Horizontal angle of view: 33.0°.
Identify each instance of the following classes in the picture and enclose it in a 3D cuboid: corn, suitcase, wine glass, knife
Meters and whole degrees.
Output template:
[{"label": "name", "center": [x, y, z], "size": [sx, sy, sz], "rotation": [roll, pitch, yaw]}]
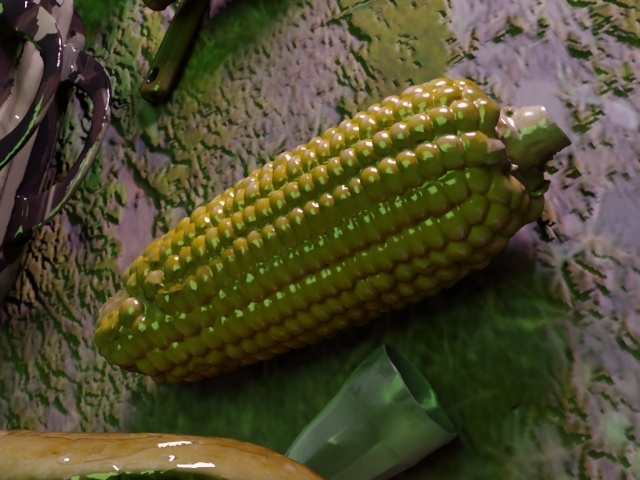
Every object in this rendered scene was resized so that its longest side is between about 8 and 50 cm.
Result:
[{"label": "corn", "center": [0.000, 0.000, 0.717], "size": [0.347, 0.130, 0.130], "rotation": [-26, 52, 17]}, {"label": "suitcase", "center": [-0.339, -0.092, 0.938], "size": [0.339, 0.194, 0.351], "rotation": [-2, 62, 23]}, {"label": "wine glass", "center": [0.003, 0.136, 0.669], "size": [0.155, 0.073, 0.073], "rotation": [-37, 50, 7]}, {"label": "knife", "center": [-0.107, -0.277, 1.013], "size": [0.061, 0.027, 0.343], "rotation": [4, 65, 38]}]

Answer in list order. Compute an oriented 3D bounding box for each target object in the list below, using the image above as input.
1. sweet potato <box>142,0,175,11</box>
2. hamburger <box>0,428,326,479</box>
[{"label": "sweet potato", "center": [-0.044, -0.300, 0.956], "size": [0.286, 0.085, 0.112], "rotation": [-47, 34, 2]}, {"label": "hamburger", "center": [-0.073, 0.189, 0.562], "size": [0.285, 0.265, 0.134], "rotation": [-4, 35, 23]}]
